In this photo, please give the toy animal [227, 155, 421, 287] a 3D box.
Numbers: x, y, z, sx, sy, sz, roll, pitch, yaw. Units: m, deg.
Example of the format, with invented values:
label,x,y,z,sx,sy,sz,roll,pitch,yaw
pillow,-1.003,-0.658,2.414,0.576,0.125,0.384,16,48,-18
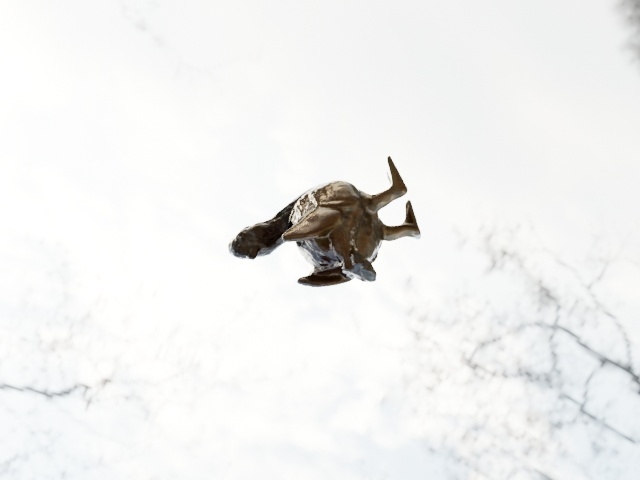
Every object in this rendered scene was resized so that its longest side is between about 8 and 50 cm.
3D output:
label,x,y,z,sx,sy,sz,roll,pitch,yaw
toy animal,0.000,0.000,1.263,0.179,0.089,0.188,-18,-156,5
